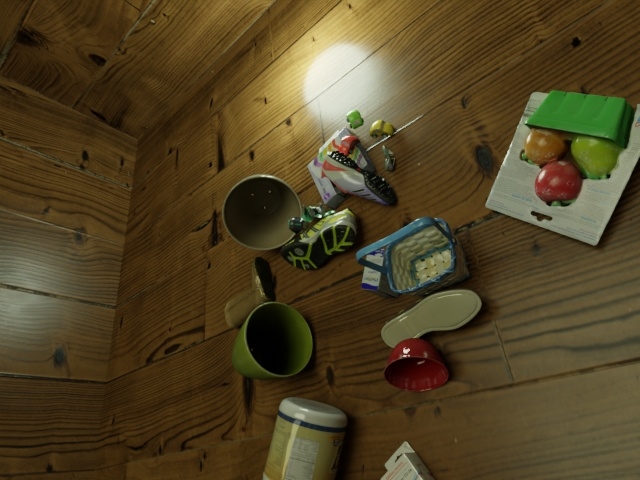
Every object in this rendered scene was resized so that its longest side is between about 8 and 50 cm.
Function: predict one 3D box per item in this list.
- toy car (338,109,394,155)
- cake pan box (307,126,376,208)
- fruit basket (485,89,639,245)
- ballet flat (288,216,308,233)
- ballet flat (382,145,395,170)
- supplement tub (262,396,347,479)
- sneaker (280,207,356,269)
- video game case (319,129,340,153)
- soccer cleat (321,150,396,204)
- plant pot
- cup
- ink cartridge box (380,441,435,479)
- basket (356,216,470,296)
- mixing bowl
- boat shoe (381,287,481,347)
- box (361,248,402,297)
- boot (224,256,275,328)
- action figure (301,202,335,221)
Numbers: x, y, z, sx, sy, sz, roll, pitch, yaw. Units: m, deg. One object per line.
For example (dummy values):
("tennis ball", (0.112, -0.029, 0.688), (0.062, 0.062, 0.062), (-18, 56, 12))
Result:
("toy car", (0.151, -0.456, 1.748), (0.239, 0.053, 0.225), (-24, 52, 4))
("cake pan box", (0.081, -0.294, 1.802), (0.246, 0.070, 0.266), (-43, 48, 26))
("fruit basket", (0.652, -0.204, 1.170), (0.327, 0.165, 0.353), (31, 110, 47))
("ballet flat", (-0.084, -0.060, 1.751), (0.074, 0.074, 0.203), (-64, -1, 3))
("ballet flat", (0.261, -0.312, 1.659), (0.041, 0.041, 0.114), (-24, 57, 36))
("supplement tub", (-0.053, 0.683, 1.387), (0.228, 0.228, 0.316), (2, 75, 45))
("sneaker", (0.000, 0.000, 1.729), (0.385, 0.145, 0.147), (-23, 30, 38))
("video game case", (0.039, -0.423, 1.913), (0.122, 0.011, 0.087), (-42, 23, 24))
("soccer cleat", (0.139, -0.211, 1.639), (0.318, 0.109, 0.116), (36, 127, 16))
("plant pot", (-0.222, 0.414, 1.673), (0.293, 0.275, 0.274), (-41, 47, 46))
("cup", (-0.253, -0.153, 1.926), (0.331, 0.331, 0.237), (-52, 20, 15))
("ink cartridge box", (0.248, 0.674, 1.212), (0.115, 0.067, 0.198), (-55, 44, 13))
("basket", (0.280, 0.046, 1.293), (0.255, 0.289, 0.201), (-28, 55, 32))
("mixing bowl", (0.275, 0.349, 1.274), (0.181, 0.181, 0.098), (-31, 31, 32))
("boat shoe", (0.329, 0.219, 1.303), (0.324, 0.097, 0.116), (-36, 87, 32))
("box", (0.207, 0.111, 1.456), (0.072, 0.126, 0.137), (-1, 72, 43))
("boot", (-0.334, 0.232, 1.964), (0.269, 0.089, 0.236), (-37, 50, 29))
("action figure", (-0.027, -0.118, 1.775), (0.232, 0.137, 0.063), (-148, 50, -79))
